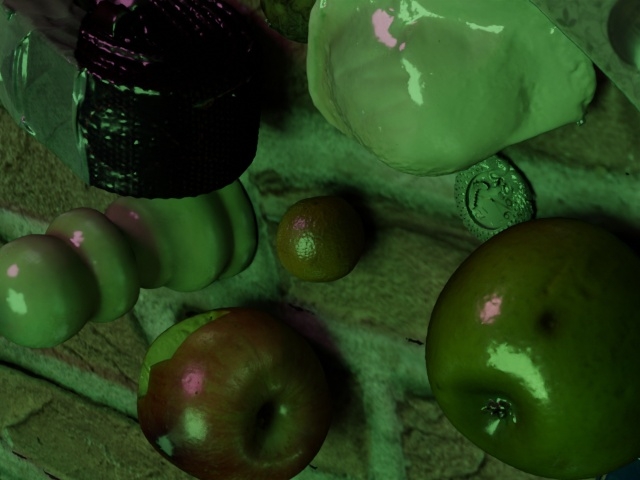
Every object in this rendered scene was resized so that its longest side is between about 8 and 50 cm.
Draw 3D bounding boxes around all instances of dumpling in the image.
[{"bbox_3d":[0.072,-0.132,1.025,0.216,0.126,0.166,28,151,50],"label":"dumpling"}]

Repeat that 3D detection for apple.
[{"bbox_3d":[0.168,0.081,1.038,0.196,0.157,0.196,30,140,28],"label":"apple"},{"bbox_3d":[-0.086,0.146,1.359,0.199,0.199,0.199,27,131,36],"label":"apple"}]

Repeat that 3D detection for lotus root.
[{"bbox_3d":[0.011,-0.204,1.094,0.080,0.089,0.179,41,147,-14],"label":"lotus root"}]

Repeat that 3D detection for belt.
[{"bbox_3d":[-0.177,-0.145,1.274,0.289,0.184,0.164,39,142,35],"label":"belt"}]

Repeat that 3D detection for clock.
[{"bbox_3d":[0.134,-0.031,1.123,0.074,0.010,0.083,48,141,17],"label":"clock"}]

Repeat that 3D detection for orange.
[{"bbox_3d":[0.000,0.000,1.240,0.085,0.085,0.085,27,131,36],"label":"orange"}]

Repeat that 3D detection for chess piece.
[{"bbox_3d":[-0.199,0.016,1.335,0.144,0.251,0.144,27,130,37],"label":"chess piece"}]

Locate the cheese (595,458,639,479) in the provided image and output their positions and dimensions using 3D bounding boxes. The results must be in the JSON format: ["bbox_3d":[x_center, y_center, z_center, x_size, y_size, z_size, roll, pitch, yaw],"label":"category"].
[{"bbox_3d":[0.312,0.258,1.050,0.270,0.069,0.177,40,138,26],"label":"cheese"}]

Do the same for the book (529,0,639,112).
[{"bbox_3d":[0.167,-0.284,0.882,0.379,0.031,0.264,48,129,17],"label":"book"}]
